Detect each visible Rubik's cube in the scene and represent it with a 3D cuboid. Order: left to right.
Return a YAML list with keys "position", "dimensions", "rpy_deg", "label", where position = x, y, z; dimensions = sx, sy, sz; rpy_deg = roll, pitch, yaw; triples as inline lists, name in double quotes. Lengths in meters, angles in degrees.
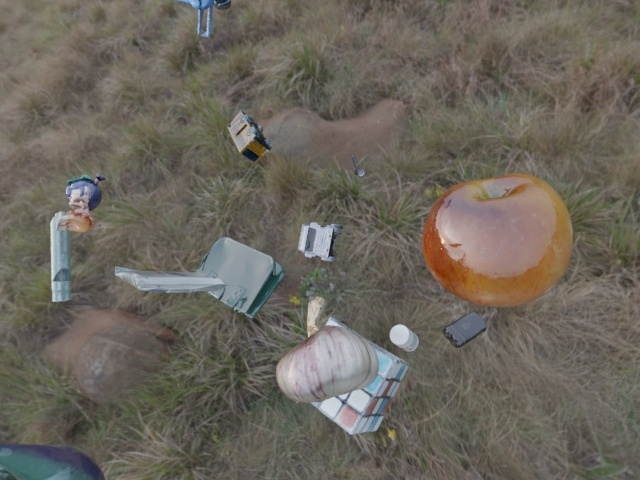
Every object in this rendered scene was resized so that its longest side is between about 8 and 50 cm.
- position: [0.100, 0.433, 1.366]
  dimensions: [0.259, 0.253, 0.256]
  rpy_deg: [26, 81, 27]
  label: "Rubik's cube"

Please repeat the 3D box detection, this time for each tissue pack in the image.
- position: [-0.231, 0.060, 0.646]
  dimensions: [0.193, 0.123, 0.026]
  rpy_deg: [3, 90, 55]
  label: "tissue pack"

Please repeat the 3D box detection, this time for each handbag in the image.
- position: [-0.314, 0.129, 1.597]
  dimensions: [0.327, 0.089, 0.238]
  rpy_deg: [21, 70, 34]
  label: "handbag"

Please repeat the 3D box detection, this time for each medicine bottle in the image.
- position: [0.230, 0.268, 1.170]
  dimensions: [0.057, 0.089, 0.057]
  rpy_deg: [-13, 60, 24]
  label: "medicine bottle"

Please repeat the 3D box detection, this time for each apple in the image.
- position: [0.318, -0.008, 0.779]
  dimensions: [0.254, 0.253, 0.253]
  rpy_deg: [-8, 54, 12]
  label: "apple"

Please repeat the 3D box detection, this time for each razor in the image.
- position: [0.519, 0.318, 1.531]
  dimensions: [0.148, 0.054, 0.090]
  rpy_deg: [-27, 55, -15]
  label: "razor"

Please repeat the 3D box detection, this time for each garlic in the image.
- position: [0.006, 0.255, 1.034]
  dimensions: [0.245, 0.245, 0.253]
  rpy_deg: [-15, 67, 7]
  label: "garlic"

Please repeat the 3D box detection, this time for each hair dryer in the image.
- position: [0.133, -0.282, 1.605]
  dimensions: [0.026, 0.083, 0.047]
  rpy_deg: [-30, 20, -10]
  label: "hair dryer"

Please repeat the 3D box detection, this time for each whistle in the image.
- position: [-0.897, 0.056, 1.476]
  dimensions: [0.062, 0.062, 0.311]
  rpy_deg: [-4, 87, 15]
  label: "whistle"

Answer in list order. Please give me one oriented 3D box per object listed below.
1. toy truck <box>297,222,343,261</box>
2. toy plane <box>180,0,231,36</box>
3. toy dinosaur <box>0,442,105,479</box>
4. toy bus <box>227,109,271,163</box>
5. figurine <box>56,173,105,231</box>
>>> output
- position: [0.000, 0.000, 1.272]
  dimensions: [0.124, 0.253, 0.114]
  rpy_deg: [10, 92, 6]
  label: "toy truck"
- position: [-0.247, -0.609, 0.974]
  dimensions: [0.105, 0.254, 0.271]
  rpy_deg: [15, 62, -3]
  label: "toy plane"
- position: [-0.330, 0.361, 0.638]
  dimensions: [0.331, 0.383, 0.129]
  rpy_deg: [-6, 24, -37]
  label: "toy dinosaur"
- position: [-0.250, -0.358, 1.474]
  dimensions: [0.103, 0.091, 0.182]
  rpy_deg: [-42, 49, 15]
  label: "toy bus"
- position: [-0.699, -0.106, 1.251]
  dimensions: [0.111, 0.102, 0.194]
  rpy_deg: [-39, 46, 41]
  label: "figurine"
